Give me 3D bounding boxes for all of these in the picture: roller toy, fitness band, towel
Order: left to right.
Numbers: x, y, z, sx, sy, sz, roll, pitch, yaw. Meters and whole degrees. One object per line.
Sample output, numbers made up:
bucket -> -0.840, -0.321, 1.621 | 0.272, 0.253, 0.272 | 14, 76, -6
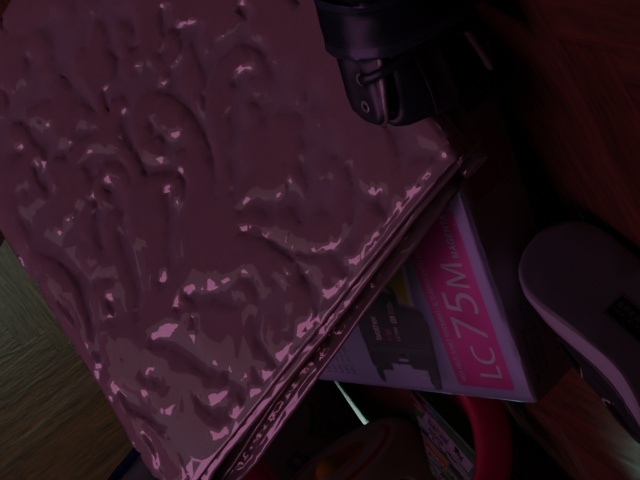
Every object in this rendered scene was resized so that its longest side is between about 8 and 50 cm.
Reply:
towel -> -0.080, -0.058, 1.099 | 0.053, 0.317, 0.332 | -3, -130, -48
fitness band -> 0.022, 0.134, 1.465 | 0.291, 0.209, 0.054 | 50, 171, 15
roller toy -> 0.046, 0.273, 1.843 | 0.146, 0.191, 0.209 | 54, -148, -10

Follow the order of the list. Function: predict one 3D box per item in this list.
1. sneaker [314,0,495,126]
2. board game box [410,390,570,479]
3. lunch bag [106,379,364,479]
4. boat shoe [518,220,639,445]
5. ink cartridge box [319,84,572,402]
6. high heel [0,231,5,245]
sneaker -> 0.044, -0.126, 0.860 | 0.226, 0.086, 0.163 | -130, 18, -68
board game box -> 0.198, 0.254, 1.546 | 0.317, 0.046, 0.213 | 46, 168, 26
lunch bag -> -0.080, 0.347, 2.008 | 0.328, 0.239, 0.385 | 53, -147, -13
boat shoe -> 0.188, 0.080, 0.988 | 0.228, 0.080, 0.076 | 44, 172, 40
ink cartridge box -> 0.000, 0.000, 1.152 | 0.311, 0.065, 0.186 | 4, 123, 45
high heel -> -0.336, -0.152, 1.559 | 0.181, 0.127, 0.377 | 43, 136, 45
